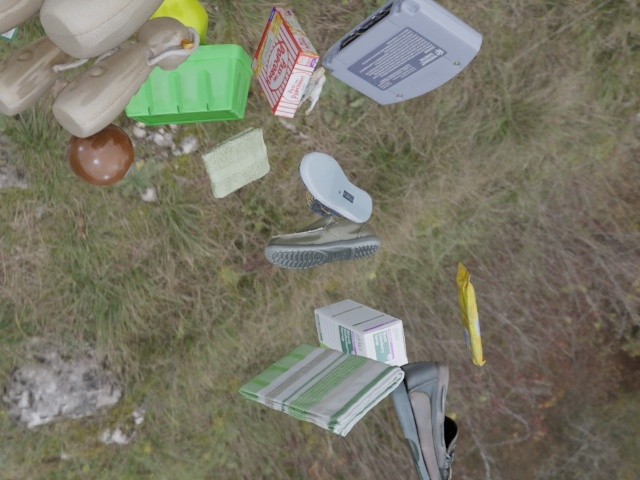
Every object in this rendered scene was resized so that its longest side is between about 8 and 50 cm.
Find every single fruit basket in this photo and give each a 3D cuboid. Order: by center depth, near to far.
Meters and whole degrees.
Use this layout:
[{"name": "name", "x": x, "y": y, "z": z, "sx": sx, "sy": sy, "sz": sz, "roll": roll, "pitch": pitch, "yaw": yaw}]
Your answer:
[{"name": "fruit basket", "x": -0.379, "y": -0.515, "z": 1.818, "sx": 0.392, "sy": 0.283, "sz": 0.392, "roll": 0, "pitch": 91, "yaw": 5}]

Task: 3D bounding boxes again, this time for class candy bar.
[{"name": "candy bar", "x": 0.202, "y": 0.103, "z": 0.903, "sx": 0.018, "sy": 0.040, "sz": 0.161, "roll": -18, "pitch": 120, "yaw": -4}]

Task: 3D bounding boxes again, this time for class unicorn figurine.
[{"name": "unicorn figurine", "x": -0.022, "y": -0.366, "z": 1.625, "sx": 0.060, "sy": 0.162, "sz": 0.111, "roll": 37, "pitch": 62, "yaw": -13}]

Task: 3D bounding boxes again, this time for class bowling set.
[{"name": "bowling set", "x": -0.187, "y": -0.161, "z": 0.531, "sx": 0.154, "sy": 0.287, "sz": 0.200, "roll": -53, "pitch": 150, "yaw": -27}]

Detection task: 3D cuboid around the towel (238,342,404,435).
[{"name": "towel", "x": 0.000, "y": 0.156, "z": 0.722, "sx": 0.113, "sy": 0.152, "sz": 0.023, "roll": -28, "pitch": 114, "yaw": -41}]

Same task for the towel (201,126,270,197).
[{"name": "towel", "x": -0.168, "y": -0.159, "z": 1.356, "sx": 0.148, "sy": 0.027, "sz": 0.110, "roll": -32, "pitch": 123, "yaw": -30}]

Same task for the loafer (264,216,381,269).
[{"name": "loafer", "x": 0.000, "y": 0.000, "z": 1.419, "sx": 0.251, "sy": 0.087, "sz": 0.094, "roll": -5, "pitch": 152, "yaw": -17}]

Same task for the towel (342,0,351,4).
[{"name": "towel", "x": 0.074, "y": -0.717, "z": 1.899, "sx": 0.009, "sy": 0.060, "sz": 0.083, "roll": -4, "pitch": 97, "yaw": -18}]

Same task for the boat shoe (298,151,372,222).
[{"name": "boat shoe", "x": 0.001, "y": -0.076, "z": 1.017, "sx": 0.183, "sy": 0.083, "sz": 0.065, "roll": 37, "pitch": 65, "yaw": -50}]

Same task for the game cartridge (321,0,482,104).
[{"name": "game cartridge", "x": 0.157, "y": -0.358, "z": 1.280, "sx": 0.196, "sy": 0.294, "sz": 0.060, "roll": 29, "pitch": 67, "yaw": -24}]

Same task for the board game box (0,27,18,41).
[{"name": "board game box", "x": -0.867, "y": -0.591, "z": 1.531, "sx": 0.317, "sy": 0.213, "sz": 0.046, "roll": 14, "pitch": 133, "yaw": -38}]

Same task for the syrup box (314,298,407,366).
[{"name": "syrup box", "x": 0.082, "y": 0.202, "z": 1.431, "sx": 0.096, "sy": 0.237, "sz": 0.093, "roll": -15, "pitch": 103, "yaw": -22}]

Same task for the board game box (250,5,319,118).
[{"name": "board game box", "x": -0.077, "y": -0.367, "z": 1.372, "sx": 0.045, "sy": 0.193, "sz": 0.147, "roll": 5, "pitch": 131, "yaw": -30}]

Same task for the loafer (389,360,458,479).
[{"name": "loafer", "x": 0.157, "y": 0.263, "z": 0.916, "sx": 0.084, "sy": 0.096, "sz": 0.267, "roll": -19, "pitch": 129, "yaw": 3}]
